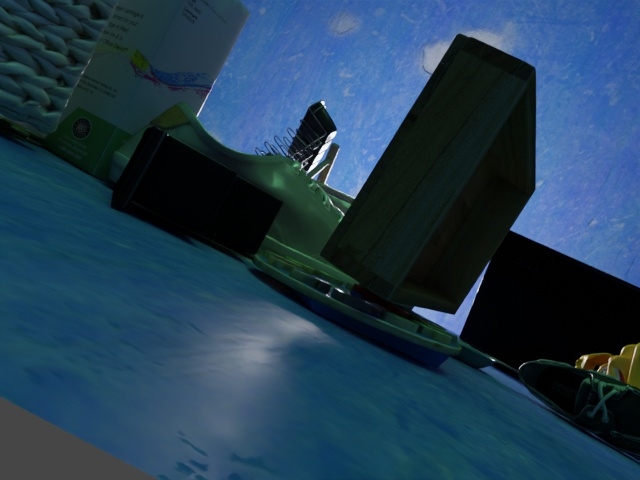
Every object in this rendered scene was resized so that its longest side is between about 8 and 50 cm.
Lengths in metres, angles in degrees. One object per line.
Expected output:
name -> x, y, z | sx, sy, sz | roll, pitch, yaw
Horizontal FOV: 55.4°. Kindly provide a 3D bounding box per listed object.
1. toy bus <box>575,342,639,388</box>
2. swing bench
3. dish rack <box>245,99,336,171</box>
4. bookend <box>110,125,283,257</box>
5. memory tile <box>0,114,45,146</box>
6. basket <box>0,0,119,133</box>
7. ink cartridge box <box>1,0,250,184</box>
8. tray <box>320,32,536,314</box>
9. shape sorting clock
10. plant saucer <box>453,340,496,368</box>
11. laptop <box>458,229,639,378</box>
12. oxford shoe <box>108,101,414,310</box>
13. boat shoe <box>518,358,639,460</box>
toy bus -> 0.424, 0.216, 0.846 | 0.220, 0.149, 0.211 | 25, -12, -31
swing bench -> 0.068, -0.008, 1.181 | 0.253, 0.255, 0.165 | 26, 36, 13
dish rack -> -0.095, -0.138, 1.172 | 0.074, 0.271, 0.208 | 52, -22, 6
bookend -> -0.104, -0.035, 0.565 | 0.157, 0.072, 0.156 | 29, 0, -21
memory tile -> -0.372, -0.141, 0.652 | 0.113, 0.012, 0.148 | 28, -1, 3
basket -> -0.395, -0.307, 0.556 | 0.328, 0.266, 0.331 | 27, 3, 32
ink cartridge box -> -0.246, -0.222, 0.774 | 0.201, 0.278, 0.117 | 28, 0, 29
tray -> 0.142, -0.030, 0.647 | 0.076, 0.203, 0.411 | 34, 4, 21
shape sorting clock -> 0.034, 0.055, 0.563 | 0.206, 0.040, 0.206 | 28, -1, 1
plant saucer -> 0.189, 0.151, 0.860 | 0.119, 0.021, 0.119 | 27, -1, 1
laptop -> 0.498, 0.198, 1.206 | 0.382, 0.236, 0.408 | 28, -1, 23
oxford shoe -> -0.033, -0.025, 0.760 | 0.449, 0.130, 0.169 | 30, -4, -28
boat shoe -> 0.327, 0.194, 0.709 | 0.070, 0.078, 0.219 | 29, -9, -30
